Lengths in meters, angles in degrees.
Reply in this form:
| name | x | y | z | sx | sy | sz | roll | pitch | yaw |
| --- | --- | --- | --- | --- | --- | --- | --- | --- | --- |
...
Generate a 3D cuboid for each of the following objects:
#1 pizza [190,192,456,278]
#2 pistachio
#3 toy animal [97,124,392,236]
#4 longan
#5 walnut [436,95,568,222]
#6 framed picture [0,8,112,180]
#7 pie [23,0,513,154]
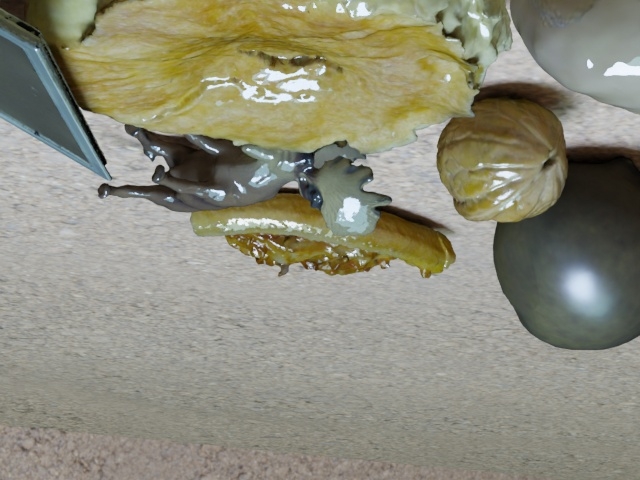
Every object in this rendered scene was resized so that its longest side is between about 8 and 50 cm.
| name | x | y | z | sx | sy | sz | roll | pitch | yaw |
| --- | --- | --- | --- | --- | --- | --- | --- | --- | --- |
| pizza | 0.000 | -0.003 | 1.731 | 0.271 | 0.056 | 0.134 | 14 | 153 | -32 |
| pistachio | 0.221 | -0.142 | 1.064 | 0.223 | 0.126 | 0.152 | -2 | 128 | 15 |
| toy animal | -0.060 | -0.060 | 1.502 | 0.186 | 0.093 | 0.214 | 19 | 165 | -34 |
| longan | 0.233 | 0.012 | 1.559 | 0.189 | 0.189 | 0.189 | 3 | 165 | 1 |
| walnut | 0.141 | -0.063 | 1.415 | 0.105 | 0.105 | 0.124 | 10 | 178 | -25 |
| framed picture | -0.245 | -0.133 | 1.211 | 0.217 | 0.017 | 0.274 | 31 | 168 | 9 |
| pie | -0.040 | -0.137 | 1.206 | 0.340 | 0.083 | 0.339 | 5 | 163 | 2 |
